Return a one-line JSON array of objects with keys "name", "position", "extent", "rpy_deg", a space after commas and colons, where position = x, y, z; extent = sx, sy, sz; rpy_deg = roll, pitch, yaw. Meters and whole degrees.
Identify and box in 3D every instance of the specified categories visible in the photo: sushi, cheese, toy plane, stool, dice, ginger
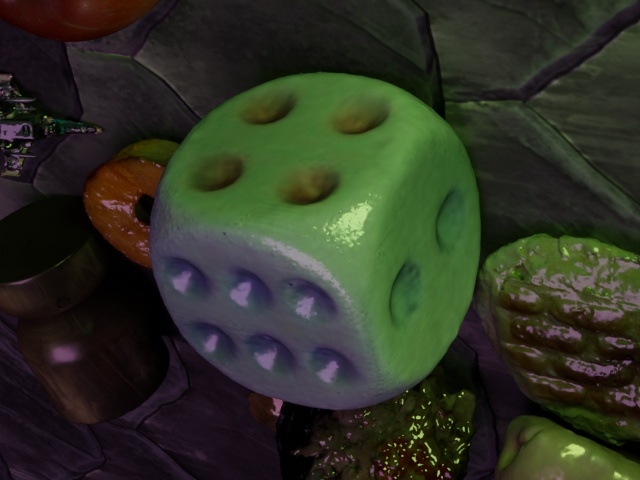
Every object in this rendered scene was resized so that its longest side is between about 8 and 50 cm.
[{"name": "sushi", "position": [0.070, 0.264, 1.721], "extent": [0.225, 0.238, 0.219], "rpy_deg": [0, -178, -11]}, {"name": "cheese", "position": [0.296, 0.280, 1.634], "extent": [0.218, 0.117, 0.235], "rpy_deg": [26, 175, -38]}, {"name": "toy plane", "position": [-0.364, -0.141, 1.778], "extent": [0.188, 0.062, 0.135], "rpy_deg": [8, 109, 26]}, {"name": "stool", "position": [-0.331, 0.096, 1.911], "extent": [0.179, 0.179, 0.264], "rpy_deg": [5, 133, 33]}, {"name": "dice", "position": [0.000, 0.000, 1.496], "extent": [0.268, 0.262, 0.264], "rpy_deg": [9, 136, 29]}, {"name": "ginger", "position": [-0.047, 0.241, 1.943], "extent": [0.096, 0.067, 0.165], "rpy_deg": [-4, 132, 11]}]

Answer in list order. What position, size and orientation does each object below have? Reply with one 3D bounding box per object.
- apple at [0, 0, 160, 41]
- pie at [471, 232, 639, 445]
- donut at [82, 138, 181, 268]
[{"name": "apple", "position": [-0.250, -0.323, 1.376], "extent": [0.260, 0.216, 0.260], "rpy_deg": [20, 141, 17]}, {"name": "pie", "position": [0.308, 0.112, 1.547], "extent": [0.306, 0.071, 0.306], "rpy_deg": [19, 140, 17]}, {"name": "donut", "position": [-0.195, -0.051, 1.742], "extent": [0.174, 0.074, 0.190], "rpy_deg": [41, 138, -6]}]
